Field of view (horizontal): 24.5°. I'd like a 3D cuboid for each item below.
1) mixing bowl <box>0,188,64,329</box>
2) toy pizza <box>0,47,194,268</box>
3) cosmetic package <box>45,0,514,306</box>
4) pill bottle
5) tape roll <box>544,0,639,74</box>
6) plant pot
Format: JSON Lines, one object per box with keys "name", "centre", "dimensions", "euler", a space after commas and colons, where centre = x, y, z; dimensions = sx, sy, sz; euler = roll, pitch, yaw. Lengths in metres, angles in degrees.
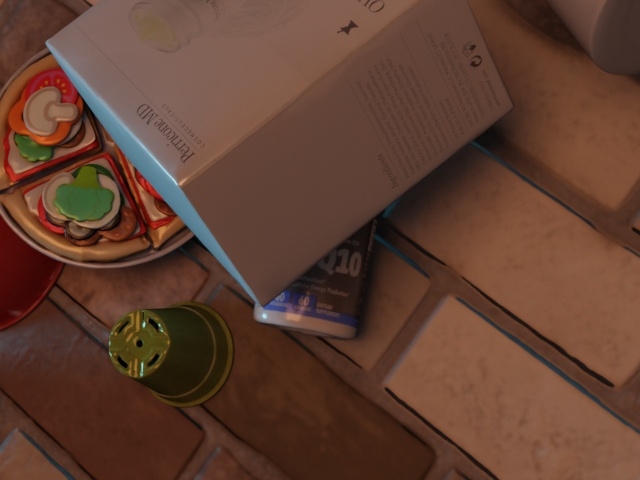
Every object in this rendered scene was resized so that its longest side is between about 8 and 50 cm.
{"name": "mixing bowl", "centre": [-0.305, -0.017, 1.203], "dimensions": [0.181, 0.098, 0.181], "euler": [-4, 79, 22]}
{"name": "toy pizza", "centre": [-0.166, -0.077, 1.153], "dimensions": [0.201, 0.032, 0.201], "euler": [0, 73, 0]}
{"name": "cosmetic package", "centre": [-0.033, -0.115, 1.021], "dimensions": [0.224, 0.138, 0.224], "euler": [-40, 45, -6]}
{"name": "pill bottle", "centre": [0.000, 0.000, 1.084], "dimensions": [0.078, 0.078, 0.137], "euler": [8, 83, 23]}
{"name": "tape roll", "centre": [0.227, -0.248, 0.949], "dimensions": [0.246, 0.246, 0.169], "euler": [-38, 69, 12]}
{"name": "plant pot", "centre": [-0.120, 0.082, 1.117], "dimensions": [0.083, 0.079, 0.083], "euler": [-5, 77, 21]}
